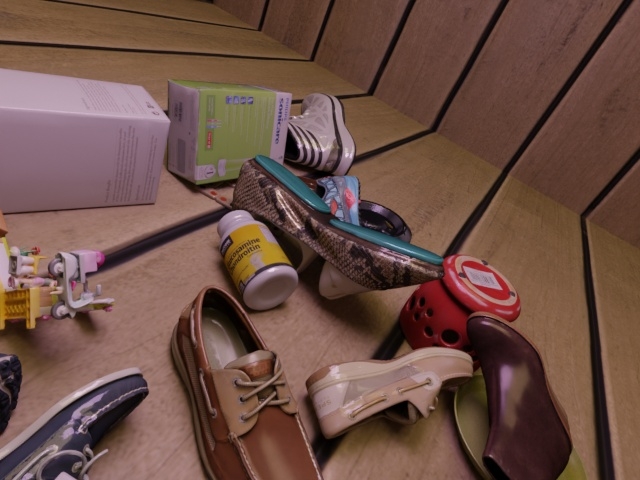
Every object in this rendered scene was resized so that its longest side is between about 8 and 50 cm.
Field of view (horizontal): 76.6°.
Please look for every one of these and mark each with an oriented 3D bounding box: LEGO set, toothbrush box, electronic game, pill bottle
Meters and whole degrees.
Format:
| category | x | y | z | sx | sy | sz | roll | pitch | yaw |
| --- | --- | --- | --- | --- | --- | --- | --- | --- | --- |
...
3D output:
| category | x | y | z | sx | sy | sz | roll | pitch | yaw |
| --- | --- | --- | --- | --- | --- | --- | --- | --- | --- |
| LEGO set | -0.376 | 0.043 | 0.552 | 0.287 | 0.132 | 0.107 | 18 | 7 | 32 |
| toothbrush box | -0.215 | -0.266 | 0.983 | 0.122 | 0.206 | 0.283 | 27 | 30 | 32 |
| electronic game | 0.130 | -0.043 | 1.069 | 0.229 | 0.048 | 0.229 | 12 | 32 | -7 |
| pill bottle | -0.124 | 0.029 | 0.741 | 0.103 | 0.103 | 0.184 | -3 | 42 | -38 |

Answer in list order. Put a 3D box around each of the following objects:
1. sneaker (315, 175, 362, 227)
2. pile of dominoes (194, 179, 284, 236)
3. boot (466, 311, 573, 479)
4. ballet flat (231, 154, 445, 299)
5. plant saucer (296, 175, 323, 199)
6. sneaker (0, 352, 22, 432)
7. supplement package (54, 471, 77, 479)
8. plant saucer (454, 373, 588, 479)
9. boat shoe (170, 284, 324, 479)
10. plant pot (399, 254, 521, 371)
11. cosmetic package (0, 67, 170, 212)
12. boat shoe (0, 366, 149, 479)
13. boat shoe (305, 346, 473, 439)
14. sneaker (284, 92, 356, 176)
| category | x | y | z | sx | sy | sz | roll | pitch | yaw |
| --- | --- | --- | --- | --- | --- | --- | --- | --- | --- |
| sneaker | 0.025 | -0.036 | 0.927 | 0.125 | 0.104 | 0.262 | 4 | 56 | -3 |
| pile of dominoes | -0.145 | -0.115 | 0.990 | 0.251 | 0.040 | 0.196 | 29 | 33 | 5 |
| boot | 0.286 | 0.249 | 0.614 | 0.207 | 0.090 | 0.248 | -30 | 82 | -47 |
| ballet flat | 0.000 | 0.000 | 0.795 | 0.482 | 0.182 | 0.164 | 33 | 15 | 28 |
| plant saucer | -0.028 | -0.129 | 1.049 | 0.168 | 0.029 | 0.168 | 17 | 23 | -7 |
| sneaker | -0.399 | 0.183 | 0.334 | 0.122 | 0.110 | 0.283 | 20 | 29 | 8 |
| supplement package | -0.115 | 0.332 | 0.248 | 0.292 | 0.178 | 0.175 | 28 | 32 | 5 |
| plant saucer | 0.321 | 0.337 | 0.674 | 0.240 | 0.037 | 0.241 | 19 | 33 | -13 |
| boat shoe | -0.100 | 0.191 | 0.512 | 0.122 | 0.120 | 0.324 | -10 | 46 | -42 |
| plant pot | 0.279 | 0.139 | 0.802 | 0.191 | 0.174 | 0.191 | 17 | 36 | -13 |
| cosmetic package | -0.474 | -0.168 | 0.696 | 0.365 | 0.197 | 0.155 | -8 | 45 | -43 |
| boat shoe | -0.265 | 0.220 | 0.380 | 0.079 | 0.095 | 0.254 | 35 | 35 | 17 |
| boat shoe | 0.126 | 0.236 | 0.626 | 0.302 | 0.109 | 0.098 | 3 | 48 | -28 |
| sneaker | -0.060 | -0.387 | 1.314 | 0.257 | 0.169 | 0.448 | 11 | 38 | -25 |
